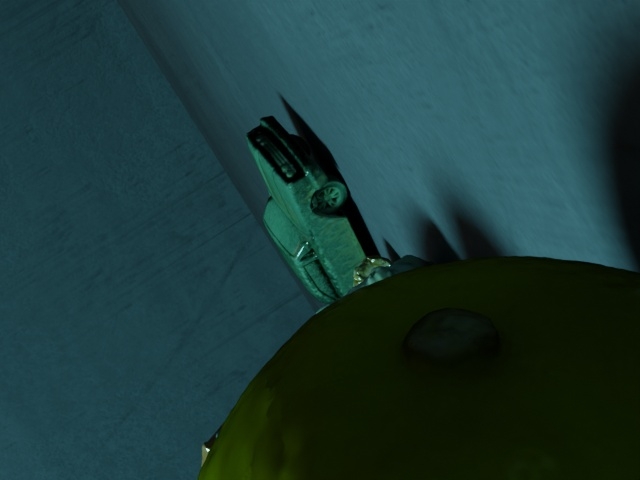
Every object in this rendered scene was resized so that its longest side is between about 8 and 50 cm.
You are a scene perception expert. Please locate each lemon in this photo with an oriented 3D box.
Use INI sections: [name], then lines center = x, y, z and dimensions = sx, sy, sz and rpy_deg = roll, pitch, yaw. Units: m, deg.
[lemon]
center = 0.097, 0.168, 0.596
dimensions = 0.348, 0.348, 0.348
rpy_deg = 56, 174, 9

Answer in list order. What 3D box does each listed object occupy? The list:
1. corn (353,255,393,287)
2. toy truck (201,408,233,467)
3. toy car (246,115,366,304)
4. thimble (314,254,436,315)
[corn]
center = 0.083, 0.099, 1.529
dimensions = 0.079, 0.079, 0.237
rpy_deg = 53, 173, 38
[toy truck]
center = 0.097, 0.238, 0.985
dimensions = 0.387, 0.173, 0.207
rpy_deg = 25, 141, 21
[toy car]
center = 0.000, 0.000, 1.583
dimensions = 0.141, 0.097, 0.321
rpy_deg = 50, 172, 44
[thimble]
center = 0.071, 0.116, 1.208
dimensions = 0.149, 0.185, 0.211
rpy_deg = 55, 162, 18
